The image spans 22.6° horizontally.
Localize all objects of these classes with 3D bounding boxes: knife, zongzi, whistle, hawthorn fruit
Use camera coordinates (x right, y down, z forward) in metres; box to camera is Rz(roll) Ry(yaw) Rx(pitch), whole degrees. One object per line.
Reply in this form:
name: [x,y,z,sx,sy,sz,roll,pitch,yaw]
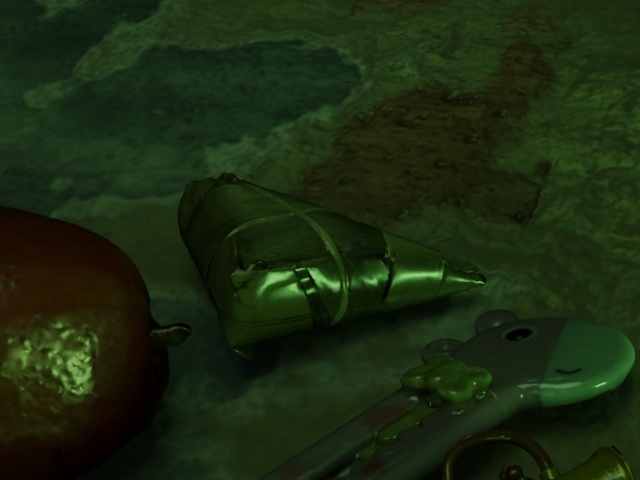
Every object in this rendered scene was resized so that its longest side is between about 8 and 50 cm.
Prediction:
knife: [0.019,0.124,0.890,0.398,0.038,0.132,-29,27,-35]
zongzi: [0.000,0.000,1.082,0.176,0.078,0.160,-11,36,-15]
whistle: [0.113,0.131,0.861,0.109,0.057,0.046,-2,0,-23]
hawthorn fruit: [-0.178,0.066,0.962,0.202,0.185,0.185,-2,37,-4]
